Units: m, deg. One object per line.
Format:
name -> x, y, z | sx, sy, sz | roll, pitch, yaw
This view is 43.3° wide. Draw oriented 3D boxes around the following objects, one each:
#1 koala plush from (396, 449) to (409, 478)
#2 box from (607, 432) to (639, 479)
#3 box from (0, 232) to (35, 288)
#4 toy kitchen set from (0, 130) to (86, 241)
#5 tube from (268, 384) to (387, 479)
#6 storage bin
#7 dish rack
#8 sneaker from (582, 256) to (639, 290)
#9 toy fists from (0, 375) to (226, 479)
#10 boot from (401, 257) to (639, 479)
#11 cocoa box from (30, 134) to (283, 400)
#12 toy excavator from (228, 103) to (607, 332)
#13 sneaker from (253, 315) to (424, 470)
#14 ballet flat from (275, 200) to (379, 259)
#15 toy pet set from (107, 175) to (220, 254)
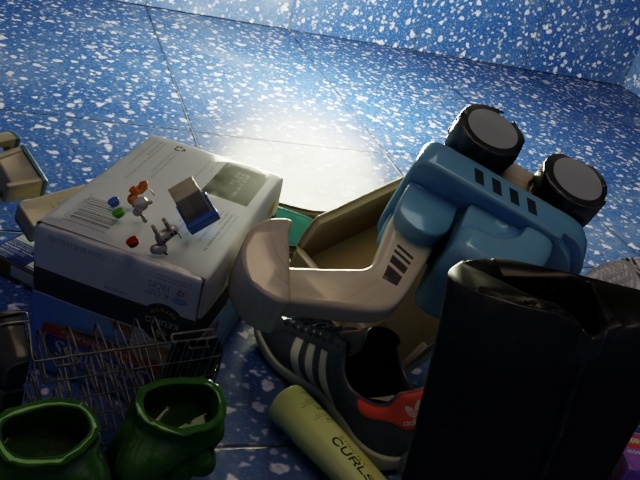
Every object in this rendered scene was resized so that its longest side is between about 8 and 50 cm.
koala plush -> 0.251, 0.253, 0.985 | 0.203, 0.221, 0.196 | 43, 26, 17
box -> 0.342, 0.334, 0.840 | 0.200, 0.293, 0.057 | 13, 30, -7
box -> -0.405, 0.013, 1.304 | 0.136, 0.037, 0.225 | 24, 30, 15
toy kitchen set -> -0.482, -0.067, 1.335 | 0.122, 0.166, 0.207 | -22, 67, -41
tube -> 0.030, 0.280, 1.028 | 0.070, 0.062, 0.240 | -25, 48, -32
storage bin -> 0.126, 0.056, 1.300 | 0.260, 0.123, 0.262 | -26, 68, -39
dish rack -> -0.253, 0.167, 0.941 | 0.271, 0.208, 0.074 | -3, 45, -32
sneaker -> 0.363, 0.142, 1.151 | 0.365, 0.210, 0.137 | -9, 60, -14
toy fists -> -0.234, 0.238, 0.884 | 0.279, 0.142, 0.096 | -6, 51, -35
boot -> 0.089, 0.227, 0.740 | 0.367, 0.445, 0.146 | 3, 30, -22
cocoa box -> -0.224, 0.034, 1.157 | 0.231, 0.228, 0.347 | 18, 29, 5
toy excavator -> 0.146, 0.012, 1.114 | 0.433, 0.222, 0.445 | 29, 47, 0
sneaker -> 0.032, 0.158, 1.153 | 0.131, 0.148, 0.350 | -10, 37, -40
ballet flat -> 0.000, 0.000, 1.478 | 0.348, 0.123, 0.123 | 17, 28, -2
toy pet set -> -0.190, -0.027, 1.005 | 0.114, 0.065, 0.122 | -30, 38, -6
